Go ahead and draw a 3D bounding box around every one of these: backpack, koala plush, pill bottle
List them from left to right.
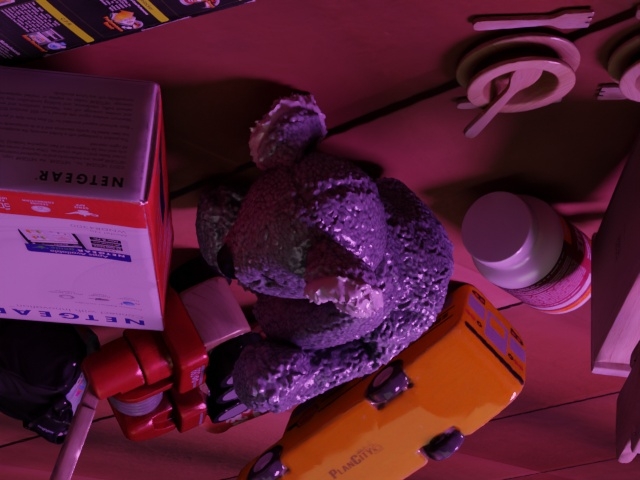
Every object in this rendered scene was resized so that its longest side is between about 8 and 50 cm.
[{"bbox_3d":[-0.289,0.134,1.260,0.152,0.115,0.182,25,158,12],"label":"backpack"},{"bbox_3d":[0.000,0.000,0.922,0.203,0.196,0.221,-17,158,0],"label":"koala plush"},{"bbox_3d":[0.187,0.009,1.092,0.086,0.086,0.152,-16,156,27],"label":"pill bottle"}]

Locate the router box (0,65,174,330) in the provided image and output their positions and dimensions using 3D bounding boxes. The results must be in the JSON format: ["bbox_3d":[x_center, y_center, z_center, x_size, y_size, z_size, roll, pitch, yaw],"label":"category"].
[{"bbox_3d":[-0.273,-0.025,0.846,0.336,0.082,0.301,5,161,-3],"label":"router box"}]

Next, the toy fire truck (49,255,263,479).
[{"bbox_3d":[-0.177,0.154,1.177,0.246,0.158,0.217,-23,163,-17],"label":"toy fire truck"}]

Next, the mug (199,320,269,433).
[{"bbox_3d":[-0.053,0.131,1.362,0.169,0.113,0.150,-22,-172,28],"label":"mug"}]

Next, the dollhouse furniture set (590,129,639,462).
[{"bbox_3d":[0.382,0.060,0.950,0.303,0.286,0.198,6,149,3],"label":"dollhouse furniture set"}]

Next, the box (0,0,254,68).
[{"bbox_3d":[-0.155,-0.165,0.640,0.184,0.045,0.191,-13,157,19],"label":"box"}]

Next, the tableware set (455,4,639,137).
[{"bbox_3d":[0.192,-0.112,0.848,0.194,0.039,0.128,-4,159,-1],"label":"tableware set"}]

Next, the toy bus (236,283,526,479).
[{"bbox_3d":[0.061,0.194,1.324,0.333,0.130,0.108,-39,104,24],"label":"toy bus"}]
